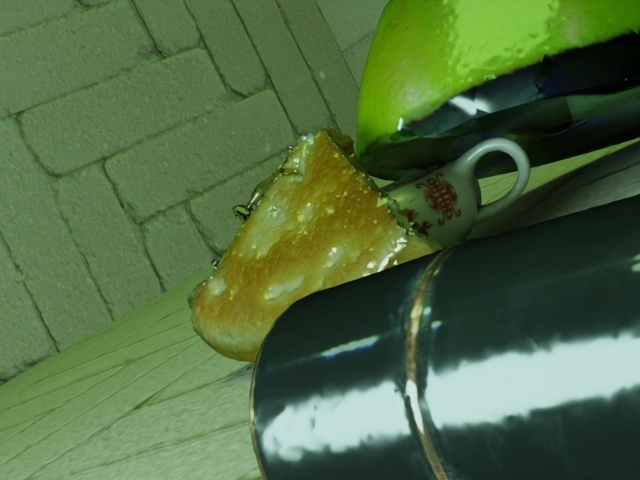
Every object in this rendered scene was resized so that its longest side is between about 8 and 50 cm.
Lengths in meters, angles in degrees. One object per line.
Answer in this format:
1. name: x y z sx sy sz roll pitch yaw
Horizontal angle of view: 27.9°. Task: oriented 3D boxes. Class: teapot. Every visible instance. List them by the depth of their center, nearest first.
1. teapot: 0.087 -0.024 1.213 0.245 0.116 0.159 -26 -8 17

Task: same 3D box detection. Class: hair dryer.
1. hair dryer: 0.153 0.013 0.504 0.189 0.107 0.352 -19 3 43

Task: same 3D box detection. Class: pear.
1. pear: 0.207 -0.183 1.248 0.399 0.165 0.399 -13 -7 -2

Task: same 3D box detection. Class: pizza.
1. pizza: 0.000 0.000 1.114 0.289 0.081 0.228 -26 47 42
